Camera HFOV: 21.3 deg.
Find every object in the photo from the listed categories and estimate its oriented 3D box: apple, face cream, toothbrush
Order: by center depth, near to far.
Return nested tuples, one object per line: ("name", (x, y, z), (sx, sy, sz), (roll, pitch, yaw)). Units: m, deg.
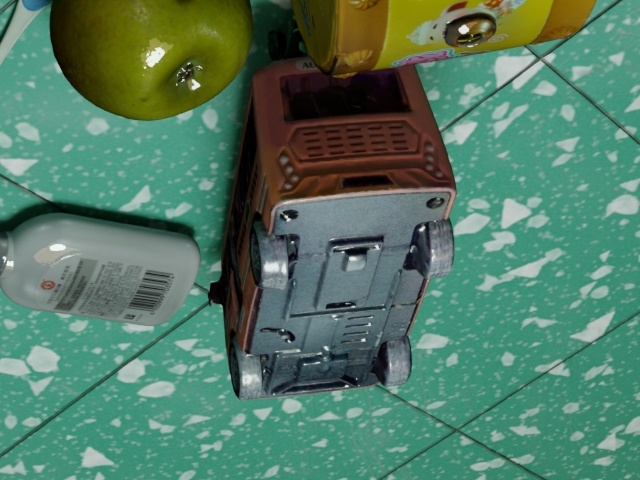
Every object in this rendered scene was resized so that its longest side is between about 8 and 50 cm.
("apple", (-0.159, -0.205, 1.631), (0.196, 0.157, 0.196), (-23, 147, -16))
("toothbrush", (-0.262, -0.259, 1.647), (0.040, 0.040, 0.386), (17, 127, -32))
("face cream", (-0.289, 0.029, 1.931), (0.291, 0.071, 0.144), (8, 133, -26))

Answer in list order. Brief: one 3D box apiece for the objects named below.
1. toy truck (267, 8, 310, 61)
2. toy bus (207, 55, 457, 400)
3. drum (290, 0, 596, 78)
("toy truck", (0.007, -0.223, 1.732), (0.080, 0.078, 0.154), (4, 136, -23))
("toy bus", (0.000, 0.000, 1.812), (0.203, 0.233, 0.427), (-4, 150, -12))
("drum", (0.071, -0.344, 1.351), (0.214, 0.431, 0.431), (-10, 140, -7))
